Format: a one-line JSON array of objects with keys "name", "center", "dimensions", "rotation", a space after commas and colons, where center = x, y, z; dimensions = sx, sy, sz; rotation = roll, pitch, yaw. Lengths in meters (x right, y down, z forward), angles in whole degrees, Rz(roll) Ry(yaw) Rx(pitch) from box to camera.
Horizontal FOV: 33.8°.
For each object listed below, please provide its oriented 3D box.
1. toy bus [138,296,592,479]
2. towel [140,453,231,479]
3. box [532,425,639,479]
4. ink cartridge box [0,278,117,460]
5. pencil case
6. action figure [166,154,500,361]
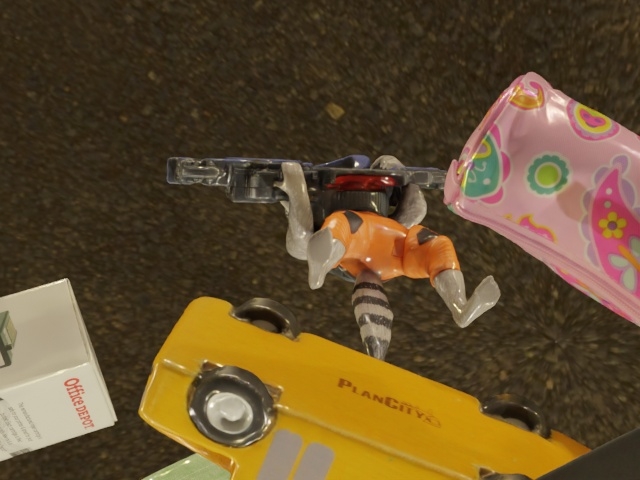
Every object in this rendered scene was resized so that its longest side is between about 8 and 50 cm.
[{"name": "toy bus", "center": [0.047, 0.155, 0.680], "dimensions": [0.332, 0.108, 0.130], "rotation": [21, 115, 0]}, {"name": "towel", "center": [-0.094, 0.362, 0.974], "dimensions": [0.325, 0.247, 0.038], "rotation": [53, 141, 22]}, {"name": "box", "center": [0.154, 0.184, 0.303], "dimensions": [0.143, 0.270, 0.165], "rotation": [36, 129, -19]}, {"name": "ink cartridge box", "center": [-0.407, 0.178, 1.250], "dimensions": [0.289, 0.211, 0.122], "rotation": [-16, 63, -12]}, {"name": "pencil case", "center": [0.225, 0.002, 0.731], "dimensions": [0.284, 0.124, 0.124], "rotation": [35, 93, 7]}, {"name": "action figure", "center": [0.000, 0.000, 1.167], "dimensions": [0.341, 0.330, 0.179], "rotation": [3, 105, -13]}]
